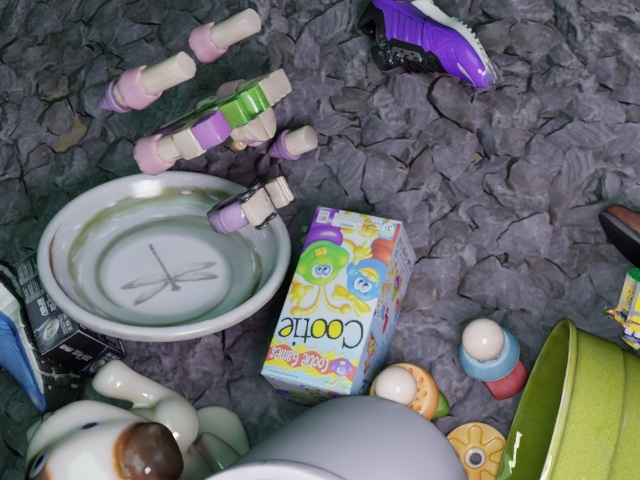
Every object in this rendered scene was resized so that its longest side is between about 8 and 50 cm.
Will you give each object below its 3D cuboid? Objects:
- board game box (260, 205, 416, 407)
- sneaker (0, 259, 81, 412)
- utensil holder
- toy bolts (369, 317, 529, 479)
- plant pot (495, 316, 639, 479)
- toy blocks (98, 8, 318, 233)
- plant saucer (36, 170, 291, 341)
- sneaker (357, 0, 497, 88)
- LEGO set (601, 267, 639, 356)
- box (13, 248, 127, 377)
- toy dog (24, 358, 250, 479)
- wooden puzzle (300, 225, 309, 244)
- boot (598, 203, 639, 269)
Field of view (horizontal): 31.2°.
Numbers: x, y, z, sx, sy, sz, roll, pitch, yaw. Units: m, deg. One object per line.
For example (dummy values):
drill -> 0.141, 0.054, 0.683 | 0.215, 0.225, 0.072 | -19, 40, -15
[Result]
board game box -> 0.032, 0.110, 1.736 | 0.142, 0.144, 0.275 | 11, 69, 19
sneaker -> -0.519, 0.175, 1.917 | 0.147, 0.129, 0.330 | -47, 56, 9
utensil holder -> 0.011, 0.384, 1.420 | 0.327, 0.385, 0.328 | 2, 96, 18
toy bolts -> 0.203, 0.219, 1.621 | 0.228, 0.158, 0.218 | -43, 60, -5
plant pot -> 0.413, 0.323, 1.402 | 0.352, 0.366, 0.367 | 18, 71, 5
toy blocks -> -0.202, -0.174, 1.895 | 0.260, 0.309, 0.288 | -18, 17, 34
plant saucer -> -0.248, 0.042, 1.838 | 0.400, 0.101, 0.401 | 2, 40, -2
sneaker -> 0.169, -0.320, 1.937 | 0.146, 0.102, 0.293 | -42, 55, 0
LEGO set -> 0.526, 0.148, 1.486 | 0.331, 0.255, 0.192 | 15, 111, 14
box -> -0.409, 0.116, 1.874 | 0.077, 0.147, 0.180 | -31, 60, 9
toy dog -> -0.261, 0.361, 1.560 | 0.284, 0.408, 0.395 | -27, 60, 4
wooden puzzle -> 0.000, 0.000, 1.882 | 0.049, 0.006, 0.083 | -43, 61, -5
boot -> 0.582, -0.061, 1.671 | 0.264, 0.096, 0.280 | 30, 76, 28
